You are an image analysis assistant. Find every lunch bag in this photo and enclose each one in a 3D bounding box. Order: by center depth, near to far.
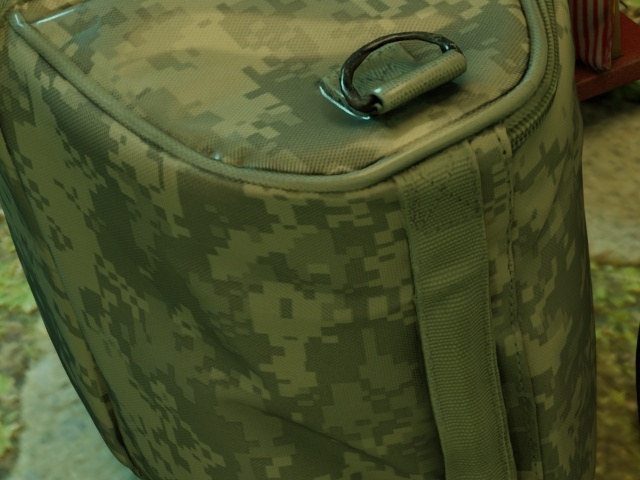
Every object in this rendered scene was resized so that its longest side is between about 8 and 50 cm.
[{"bbox_3d":[0.000,0.000,0.676,0.213,0.305,0.256,-23,45,-13],"label":"lunch bag"}]

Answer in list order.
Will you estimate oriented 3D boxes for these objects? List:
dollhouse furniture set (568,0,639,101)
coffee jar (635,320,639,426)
[{"bbox_3d":[0.128,-0.115,0.784,0.152,0.201,0.374,-19,33,-13],"label":"dollhouse furniture set"},{"bbox_3d":[0.229,0.050,0.741,0.184,0.096,0.079,1,43,5],"label":"coffee jar"}]
